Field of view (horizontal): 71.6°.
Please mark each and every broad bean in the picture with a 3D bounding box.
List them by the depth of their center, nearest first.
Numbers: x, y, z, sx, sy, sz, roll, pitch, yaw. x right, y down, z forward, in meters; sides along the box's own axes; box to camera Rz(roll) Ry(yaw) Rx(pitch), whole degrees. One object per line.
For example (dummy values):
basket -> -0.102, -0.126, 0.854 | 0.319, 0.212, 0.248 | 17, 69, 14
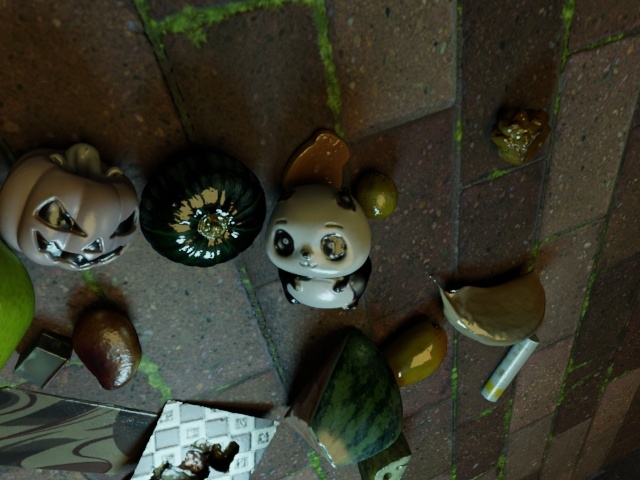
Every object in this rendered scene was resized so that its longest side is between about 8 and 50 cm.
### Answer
broad bean -> -0.390, 0.195, 0.818 | 0.114, 0.084, 0.165 | -20, 121, -8

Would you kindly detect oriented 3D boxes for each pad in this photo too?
pad -> -0.542, 0.417, 0.946 | 0.330, 0.004, 0.220 | 28, 107, -36

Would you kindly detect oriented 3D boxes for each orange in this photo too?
orange -> 0.109, -0.087, 0.861 | 0.085, 0.085, 0.095 | -18, 129, -13

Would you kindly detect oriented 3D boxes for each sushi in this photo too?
sushi -> -0.295, 0.527, 1.094 | 0.293, 0.059, 0.292 | 26, 93, -26

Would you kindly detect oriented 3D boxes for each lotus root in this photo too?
lotus root -> 0.197, 0.709, 1.410 | 0.138, 0.119, 0.235 | 0, 122, -25

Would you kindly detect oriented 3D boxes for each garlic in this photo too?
garlic -> 0.429, 0.175, 1.174 | 0.338, 0.151, 0.196 | -2, 95, -15

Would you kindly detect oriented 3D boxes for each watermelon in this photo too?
watermelon -> 0.061, 0.423, 1.060 | 0.283, 0.250, 0.293 | -38, 163, -47

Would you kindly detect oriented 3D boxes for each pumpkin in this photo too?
pumpkin -> -0.183, -0.047, 0.712 | 0.201, 0.140, 0.202 | -18, 129, -23

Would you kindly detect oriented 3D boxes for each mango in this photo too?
mango -> 0.230, 0.315, 1.164 | 0.253, 0.113, 0.138 | -43, 128, 9

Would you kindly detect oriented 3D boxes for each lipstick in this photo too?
lipstick -> 0.613, 0.409, 1.439 | 0.059, 0.059, 0.264 | 9, 117, -29

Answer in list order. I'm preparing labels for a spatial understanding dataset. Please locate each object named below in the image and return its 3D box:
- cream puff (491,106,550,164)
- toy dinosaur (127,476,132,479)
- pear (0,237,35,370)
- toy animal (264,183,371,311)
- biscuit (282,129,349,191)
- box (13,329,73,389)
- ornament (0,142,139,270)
cream puff -> 0.404, -0.218, 0.909 | 0.122, 0.094, 0.116 | -16, 134, -44
toy dinosaur -> -0.433, 0.704, 1.143 | 0.162, 0.077, 0.295 | 4, 101, -17
pear -> -0.502, 0.064, 0.563 | 0.239, 0.342, 0.318 | -58, 155, -21
toy animal -> -0.001, 0.008, 0.801 | 0.187, 0.165, 0.235 | 4, 143, 10
biscuit -> -0.004, -0.129, 0.818 | 0.140, 0.023, 0.118 | -43, 131, 7
box -> -0.497, 0.212, 0.797 | 0.085, 0.060, 0.063 | -46, 123, 10
ornament -> -0.344, -0.051, 0.619 | 0.177, 0.177, 0.178 | -12, 126, -17
